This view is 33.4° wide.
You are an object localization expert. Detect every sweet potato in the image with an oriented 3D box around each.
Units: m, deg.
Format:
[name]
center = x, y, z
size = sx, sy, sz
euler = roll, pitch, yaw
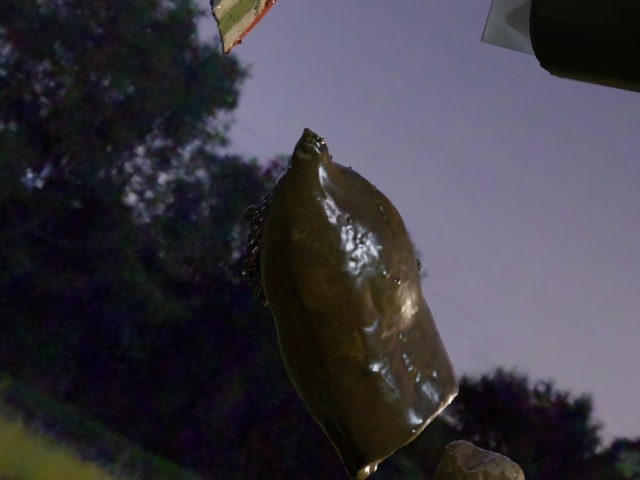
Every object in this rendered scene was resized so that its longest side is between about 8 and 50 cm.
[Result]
[sweet potato]
center = 0.028, 0.060, 0.963
size = 0.158, 0.158, 0.370
euler = 17, -46, 56

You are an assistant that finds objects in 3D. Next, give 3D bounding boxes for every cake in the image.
[cake]
center = -0.140, -0.367, 1.577
size = 0.116, 0.220, 0.086
euler = 11, -43, 27

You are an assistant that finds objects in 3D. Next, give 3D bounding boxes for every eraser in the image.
[eraser]
center = 0.338, -0.395, 1.801
size = 0.103, 0.150, 0.023
euler = 15, 27, 4

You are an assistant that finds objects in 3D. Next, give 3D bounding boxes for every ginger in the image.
[ginger]
center = 0.199, 0.369, 1.212
size = 0.131, 0.295, 0.086
euler = -17, -6, 36

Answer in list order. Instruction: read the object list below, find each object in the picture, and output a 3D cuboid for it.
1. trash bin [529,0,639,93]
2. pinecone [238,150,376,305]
[trash bin]
center = 0.457, -0.288, 1.415
size = 0.301, 0.203, 0.252
euler = 20, -14, 44
[pinecone]
center = 0.000, 0.000, 1.281
size = 0.207, 0.208, 0.208
euler = 30, -9, 5
